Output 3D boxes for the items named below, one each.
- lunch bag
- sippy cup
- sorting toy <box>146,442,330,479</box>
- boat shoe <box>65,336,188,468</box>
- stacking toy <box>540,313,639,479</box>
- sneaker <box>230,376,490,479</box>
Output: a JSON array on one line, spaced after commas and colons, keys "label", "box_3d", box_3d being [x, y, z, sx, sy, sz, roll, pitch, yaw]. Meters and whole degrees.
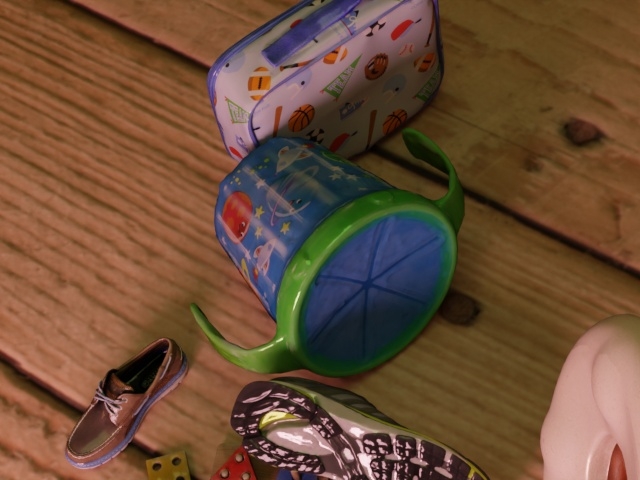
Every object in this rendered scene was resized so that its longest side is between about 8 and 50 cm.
[{"label": "lunch bag", "box_3d": [0.014, -0.206, 2.009, 0.303, 0.243, 0.115, -36, 60, -12]}, {"label": "sippy cup", "box_3d": [0.000, 0.000, 1.908, 0.305, 0.240, 0.224, -12, 39, -35]}, {"label": "sorting toy", "box_3d": [-0.073, 0.283, 1.834, 0.275, 0.046, 0.132, 5, 59, 13]}, {"label": "boat shoe", "box_3d": [-0.230, 0.179, 1.913, 0.066, 0.066, 0.183, 31, 68, 25]}, {"label": "stacking toy", "box_3d": [0.483, 0.254, 1.653, 0.480, 0.350, 0.350, 2, 57, -10]}, {"label": "sneaker", "box_3d": [0.056, 0.220, 1.812, 0.300, 0.121, 0.111, 27, 107, 5]}]
